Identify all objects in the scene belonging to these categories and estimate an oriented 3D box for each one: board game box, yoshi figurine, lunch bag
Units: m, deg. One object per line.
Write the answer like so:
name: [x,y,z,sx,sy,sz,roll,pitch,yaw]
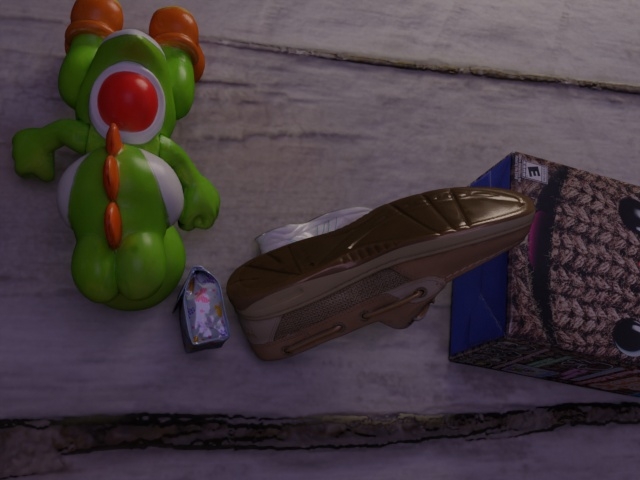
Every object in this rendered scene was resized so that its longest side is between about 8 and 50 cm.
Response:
board game box: [0.325,0.051,0.930,0.291,0.141,0.232,12,68,-15]
yoshi figurine: [-0.208,-0.077,0.799,0.203,0.203,0.362,39,38,-48]
lunch bag: [-0.130,0.074,0.800,0.053,0.071,0.083,-7,77,-17]

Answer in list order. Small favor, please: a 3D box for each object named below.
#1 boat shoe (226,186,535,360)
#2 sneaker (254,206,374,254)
boat shoe: [0.073,0.035,0.823,0.341,0.121,0.110,-18,115,2]
sneaker: [0.000,0.000,0.887,0.152,0.054,0.061,-19,88,-18]
